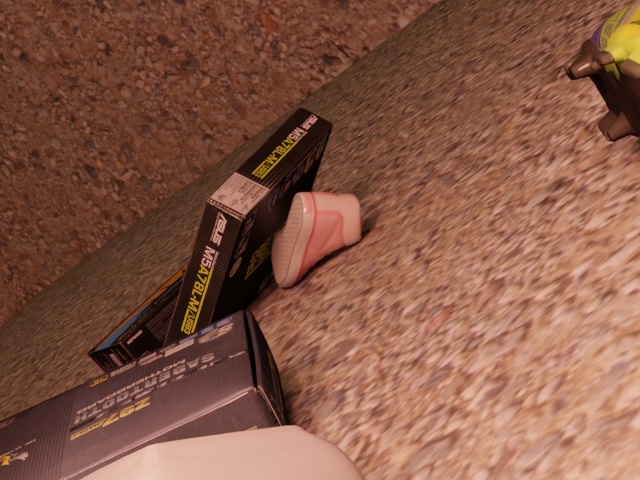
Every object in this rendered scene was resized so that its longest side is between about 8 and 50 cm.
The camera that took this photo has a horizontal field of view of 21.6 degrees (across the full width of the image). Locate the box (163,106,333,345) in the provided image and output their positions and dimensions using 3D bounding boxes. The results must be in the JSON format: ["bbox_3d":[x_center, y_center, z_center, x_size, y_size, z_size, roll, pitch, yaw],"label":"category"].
[{"bbox_3d":[-0.066,-0.006,1.553,0.191,0.045,0.184,-49,-19,-50],"label":"box"}]

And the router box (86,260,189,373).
[{"bbox_3d":[-0.156,0.073,1.786,0.179,0.046,0.133,-43,9,-23],"label":"router box"}]

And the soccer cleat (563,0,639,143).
[{"bbox_3d":[0.217,-0.102,0.942,0.121,0.093,0.289,-32,9,3],"label":"soccer cleat"}]

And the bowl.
[{"bbox_3d":[-0.061,0.129,0.807,0.142,0.053,0.142,-3,-18,-38],"label":"bowl"}]

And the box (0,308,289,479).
[{"bbox_3d":[-0.135,0.136,1.089,0.232,0.059,0.183,-25,15,2],"label":"box"}]

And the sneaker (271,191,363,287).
[{"bbox_3d":[0.000,0.000,1.517,0.070,0.051,0.134,-5,-29,-19],"label":"sneaker"}]
